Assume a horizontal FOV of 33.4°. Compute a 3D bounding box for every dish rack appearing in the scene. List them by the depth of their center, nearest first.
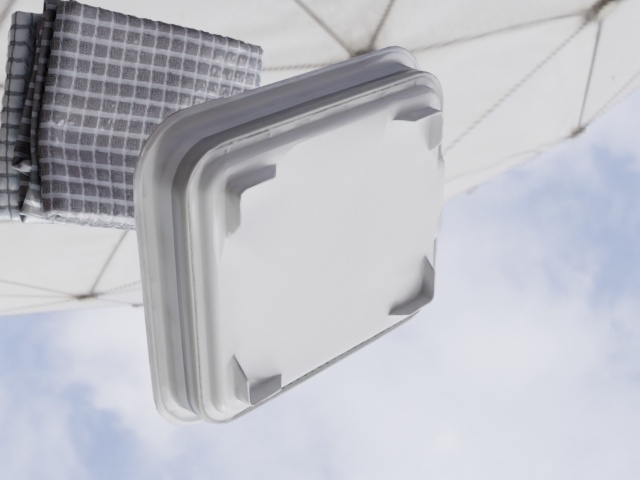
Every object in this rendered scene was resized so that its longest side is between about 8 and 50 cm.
[{"bbox_3d":[0.000,0.000,0.917,0.072,0.333,0.285,22,-55,39],"label":"dish rack"}]

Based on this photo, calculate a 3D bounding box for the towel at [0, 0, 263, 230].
[{"bbox_3d":[-0.197,-0.123,1.149,0.121,0.283,0.235,15,-82,46],"label":"towel"}]
